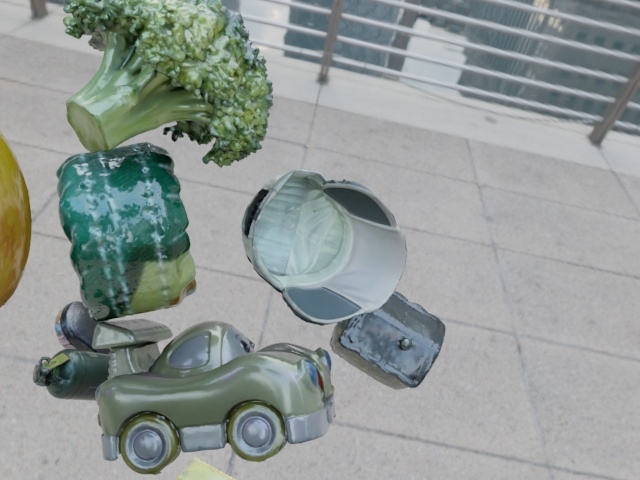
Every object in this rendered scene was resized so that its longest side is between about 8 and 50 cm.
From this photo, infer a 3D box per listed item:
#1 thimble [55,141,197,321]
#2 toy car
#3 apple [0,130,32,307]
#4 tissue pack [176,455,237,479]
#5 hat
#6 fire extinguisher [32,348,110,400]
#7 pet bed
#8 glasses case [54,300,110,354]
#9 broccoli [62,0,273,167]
[{"bbox_3d":[-0.293,-0.017,0.907,0.167,0.254,0.288,-11,16,-18],"label":"thimble"},{"bbox_3d":[-0.156,0.214,0.930,0.335,0.227,0.242,-10,-7,7],"label":"toy car"},{"bbox_3d":[-0.373,-0.007,0.454,0.285,0.233,0.286,-18,14,5],"label":"apple"},{"bbox_3d":[-0.203,0.523,1.207,0.176,0.095,0.062,23,39,14],"label":"tissue pack"},{"bbox_3d":[0.007,0.003,0.984,0.275,0.232,0.161,22,11,9],"label":"hat"},{"bbox_3d":[-0.438,0.273,1.185,0.114,0.095,0.311,18,-4,40],"label":"fire extinguisher"},{"bbox_3d":[0.144,0.201,1.285,0.210,0.159,0.183,34,60,1],"label":"pet bed"},{"bbox_3d":[-0.472,0.269,1.347,0.082,0.321,0.122,-31,28,7],"label":"glasses case"},{"bbox_3d":[-0.202,-0.233,0.792,0.288,0.235,0.260,28,27,16],"label":"broccoli"}]
